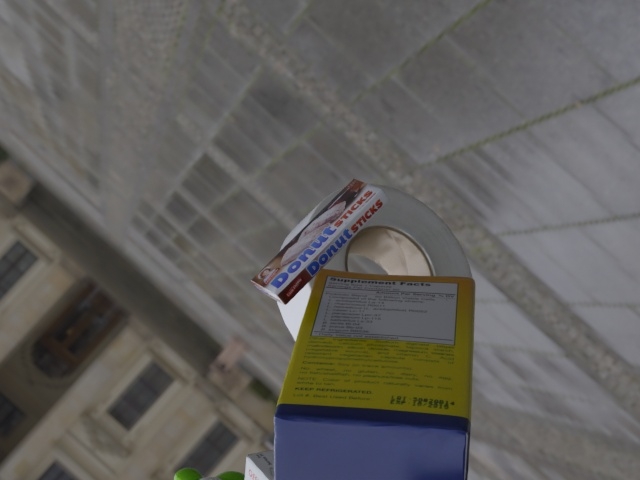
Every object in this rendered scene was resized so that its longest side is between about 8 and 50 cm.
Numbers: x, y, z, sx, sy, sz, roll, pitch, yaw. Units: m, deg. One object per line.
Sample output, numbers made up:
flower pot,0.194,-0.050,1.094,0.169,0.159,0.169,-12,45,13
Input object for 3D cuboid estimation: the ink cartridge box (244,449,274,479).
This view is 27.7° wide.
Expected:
ink cartridge box,-0.062,0.470,2.147,0.153,0.086,0.209,38,129,52

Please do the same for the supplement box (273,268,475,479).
supplement box,0.069,0.193,1.434,0.194,0.195,0.356,4,-156,7

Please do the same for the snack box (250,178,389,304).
snack box,0.000,0.000,1.520,0.064,0.178,0.022,26,157,54

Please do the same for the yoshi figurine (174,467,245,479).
yoshi figurine,-0.140,0.537,2.476,0.362,0.203,0.203,31,163,46

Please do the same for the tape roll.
tape roll,0.079,0.065,1.883,0.286,0.286,0.100,43,142,-4
